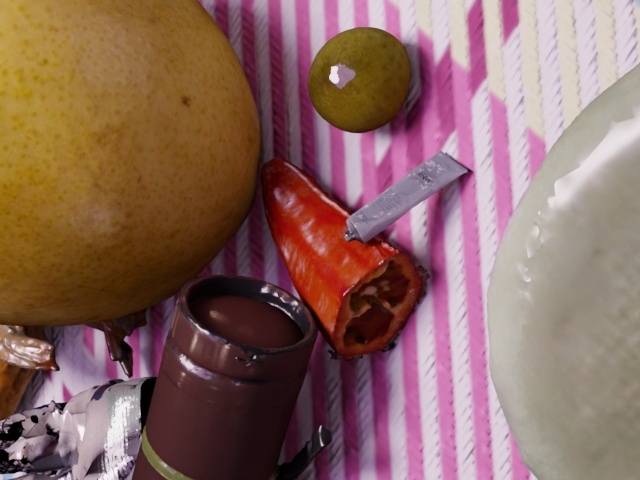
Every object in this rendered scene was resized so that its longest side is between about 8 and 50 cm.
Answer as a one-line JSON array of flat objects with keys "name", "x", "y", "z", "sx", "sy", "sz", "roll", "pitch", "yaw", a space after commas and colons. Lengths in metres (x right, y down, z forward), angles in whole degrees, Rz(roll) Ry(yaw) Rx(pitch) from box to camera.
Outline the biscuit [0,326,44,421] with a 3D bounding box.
[{"name": "biscuit", "x": -0.350, "y": 0.099, "z": 1.514, "sx": 0.277, "sy": 0.052, "sz": 0.262, "roll": 41, "pitch": 116, "yaw": 39}]

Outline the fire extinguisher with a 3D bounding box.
[{"name": "fire extinguisher", "x": -0.077, "y": 0.197, "z": 1.179, "sx": 0.141, "sy": 0.105, "sz": 0.341, "roll": 31, "pitch": 121, "yaw": 28}]

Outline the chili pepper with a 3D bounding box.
[{"name": "chili pepper", "x": 0.000, "y": -0.003, "z": 1.169, "sx": 0.088, "sy": 0.065, "sz": 0.169, "roll": -58, "pitch": 46, "yaw": 22}]

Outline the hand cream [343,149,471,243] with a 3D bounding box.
[{"name": "hand cream", "x": 0.054, "y": -0.028, "z": 1.110, "sx": 0.093, "sy": 0.019, "sz": 0.030, "roll": -38, "pitch": 45, "yaw": -11}]

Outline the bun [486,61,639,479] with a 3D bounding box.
[{"name": "bun", "x": 0.237, "y": 0.037, "z": 0.843, "sx": 0.293, "sy": 0.187, "sz": 0.293, "roll": 7, "pitch": 106, "yaw": 28}]

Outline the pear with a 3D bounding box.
[{"name": "pear", "x": -0.203, "y": -0.076, "z": 1.205, "sx": 0.314, "sy": 0.314, "sz": 0.314, "roll": -7, "pitch": 79, "yaw": 45}]

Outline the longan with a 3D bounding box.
[{"name": "longan", "x": 0.028, "y": -0.113, "z": 1.156, "sx": 0.075, "sy": 0.075, "sz": 0.083, "roll": -41, "pitch": 16, "yaw": 34}]

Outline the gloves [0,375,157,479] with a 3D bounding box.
[{"name": "gloves", "x": -0.192, "y": 0.185, "z": 1.307, "sx": 0.212, "sy": 0.111, "sz": 0.127, "roll": -30, "pitch": 83, "yaw": 37}]

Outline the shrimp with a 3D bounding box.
[{"name": "shrimp", "x": -0.210, "y": 0.055, "z": 1.352, "sx": 0.132, "sy": 0.051, "sz": 0.187, "roll": -48, "pitch": 49, "yaw": -9}]
